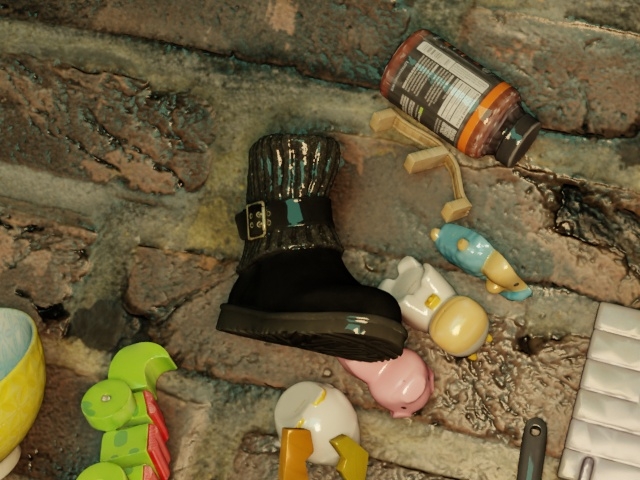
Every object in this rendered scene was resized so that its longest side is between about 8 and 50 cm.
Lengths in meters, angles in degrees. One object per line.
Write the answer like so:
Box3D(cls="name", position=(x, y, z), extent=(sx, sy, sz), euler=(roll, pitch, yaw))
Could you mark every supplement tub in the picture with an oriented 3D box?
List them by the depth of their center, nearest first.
Box3D(cls="supplement tub", position=(0.179, -0.174, 1.720), extent=(0.198, 0.106, 0.106), euler=(37, 87, 14))

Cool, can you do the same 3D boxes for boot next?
Box3D(cls="boot", position=(-0.004, -0.001, 1.629), extent=(0.348, 0.131, 0.260), euler=(4, 78, 54))

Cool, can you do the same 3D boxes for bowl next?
Box3D(cls="bowl", position=(-0.458, 0.225, 1.709), extent=(0.289, 0.289, 0.156), euler=(-18, 115, 6))

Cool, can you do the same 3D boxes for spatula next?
Box3D(cls="spatula", position=(0.241, 0.359, 1.638), extent=(0.084, 0.030, 0.296), euler=(8, 80, 11))

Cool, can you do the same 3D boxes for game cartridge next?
Box3D(cls="game cartridge", position=(0.479, 0.216, 1.611), extent=(0.355, 0.068, 0.230), euler=(14, 78, 13))

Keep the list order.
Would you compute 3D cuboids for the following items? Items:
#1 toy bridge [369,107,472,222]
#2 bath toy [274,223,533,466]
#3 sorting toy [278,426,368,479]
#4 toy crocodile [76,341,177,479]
Box3D(cls="toy bridge", position=(0.136, -0.103, 1.737), extent=(0.063, 0.026, 0.188), euler=(-17, 56, -31))
Box3D(cls="bath toy", position=(0.099, 0.147, 1.665), extent=(0.348, 0.151, 0.129), euler=(-46, 119, -3))
Box3D(cls="sorting toy", position=(0.009, 0.375, 1.606), extent=(0.229, 0.041, 0.307), euler=(6, 89, -25))
Box3D(cls="toy crocodile", position=(-0.226, 0.271, 1.650), extent=(0.105, 0.115, 0.340), euler=(-13, 41, 8))
